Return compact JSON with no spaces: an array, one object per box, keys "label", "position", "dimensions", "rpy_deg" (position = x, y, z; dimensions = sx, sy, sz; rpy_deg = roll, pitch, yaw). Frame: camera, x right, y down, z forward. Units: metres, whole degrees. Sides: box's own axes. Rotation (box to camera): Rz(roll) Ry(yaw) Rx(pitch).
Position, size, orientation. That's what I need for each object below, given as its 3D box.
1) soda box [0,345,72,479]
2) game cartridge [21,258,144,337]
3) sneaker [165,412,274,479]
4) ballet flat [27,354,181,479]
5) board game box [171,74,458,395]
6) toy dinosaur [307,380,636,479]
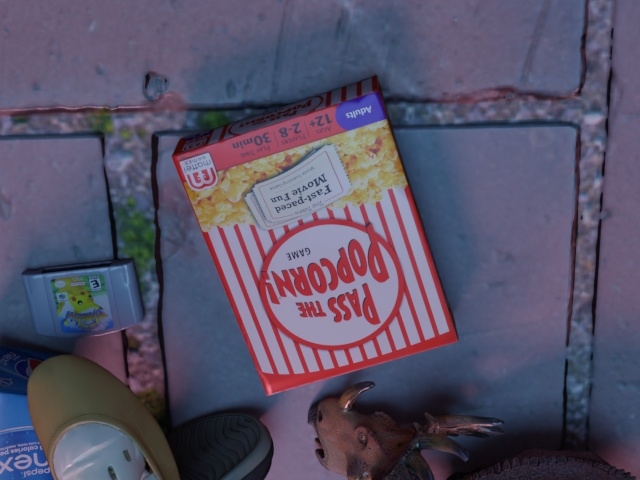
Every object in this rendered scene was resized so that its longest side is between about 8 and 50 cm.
[{"label":"soda box","position":[-0.240,0.187,0.846],"dimensions":[0.067,0.071,0.210],"rpy_deg":[11,110,-26]},{"label":"game cartridge","position":[-0.173,0.044,0.833],"dimensions":[0.083,0.017,0.056],"rpy_deg":[-7,115,4]},{"label":"sneaker","position":[-0.107,0.229,0.882],"dimensions":[0.222,0.083,0.118],"rpy_deg":[-37,125,7]},{"label":"ballet flat","position":[-0.126,0.183,0.770],"dimensions":[0.080,0.073,0.232],"rpy_deg":[-29,103,3]},{"label":"board game box","position":[0.000,0.000,0.796],"dimensions":[0.147,0.045,0.193],"rpy_deg":[-18,110,8]},{"label":"toy dinosaur","position":[0.146,0.195,0.834],"dimensions":[0.296,0.127,0.200],"rpy_deg":[-6,104,-3]}]
